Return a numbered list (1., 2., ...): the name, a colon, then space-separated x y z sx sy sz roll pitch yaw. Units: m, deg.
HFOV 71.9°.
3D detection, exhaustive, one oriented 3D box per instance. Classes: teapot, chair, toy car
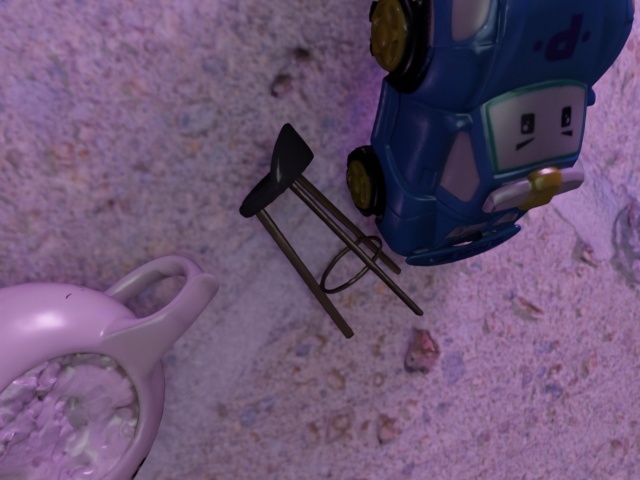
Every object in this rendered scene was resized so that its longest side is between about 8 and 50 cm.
1. teapot: -0.204 0.124 0.345 0.208 0.166 0.299 50 62 -30
2. chair: 0.001 -0.001 0.444 0.095 0.104 0.221 -37 107 7
3. toy car: 0.146 -0.101 0.388 0.199 0.314 0.165 -14 54 -17
